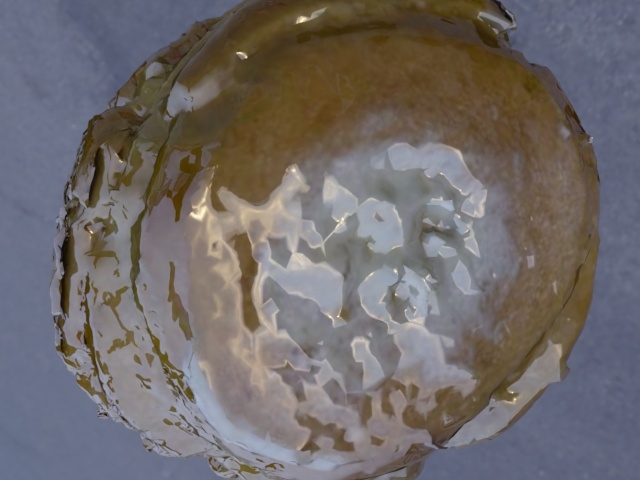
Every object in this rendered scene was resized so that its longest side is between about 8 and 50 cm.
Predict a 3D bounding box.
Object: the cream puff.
[{"bbox_3d":[0.000,0.000,0.387,0.115,0.165,0.150,-170,80,-66],"label":"cream puff"}]
